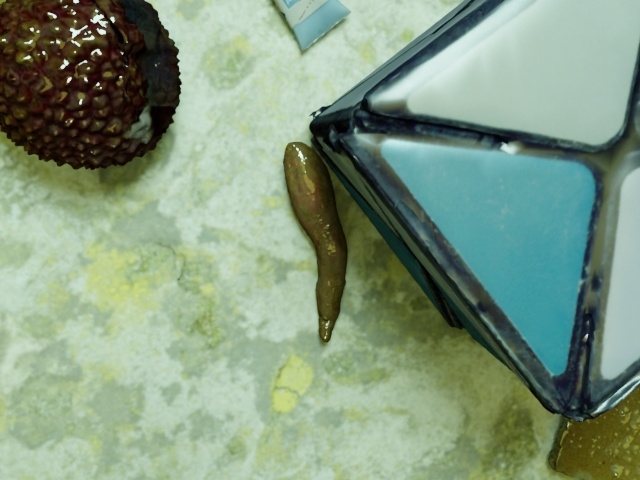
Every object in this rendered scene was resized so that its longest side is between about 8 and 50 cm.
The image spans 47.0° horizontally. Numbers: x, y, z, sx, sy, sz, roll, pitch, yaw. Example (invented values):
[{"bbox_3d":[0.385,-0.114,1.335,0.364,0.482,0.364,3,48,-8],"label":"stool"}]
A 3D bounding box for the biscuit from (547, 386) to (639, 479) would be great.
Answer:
[{"bbox_3d":[0.348,0.168,0.836,0.130,0.025,0.231,19,92,-9],"label":"biscuit"}]

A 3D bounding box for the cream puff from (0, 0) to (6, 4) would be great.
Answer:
[{"bbox_3d":[-0.331,-0.250,0.695,0.148,0.084,0.149,-1,97,-7],"label":"cream puff"}]

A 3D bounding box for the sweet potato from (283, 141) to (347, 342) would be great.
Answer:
[{"bbox_3d":[0.000,0.000,0.773,0.050,0.050,0.215,-13,101,-6],"label":"sweet potato"}]

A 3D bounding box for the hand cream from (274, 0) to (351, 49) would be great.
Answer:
[{"bbox_3d":[-0.045,-0.281,0.747,0.065,0.043,0.171,-38,102,3],"label":"hand cream"}]

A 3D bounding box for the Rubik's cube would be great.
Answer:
[{"bbox_3d":[0.197,-0.070,0.657,0.310,0.307,0.305,-37,100,-1],"label":"Rubik's cube"}]

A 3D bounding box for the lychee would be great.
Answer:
[{"bbox_3d":[-0.222,-0.151,0.673,0.187,0.188,0.188,-1,95,-7],"label":"lychee"}]
